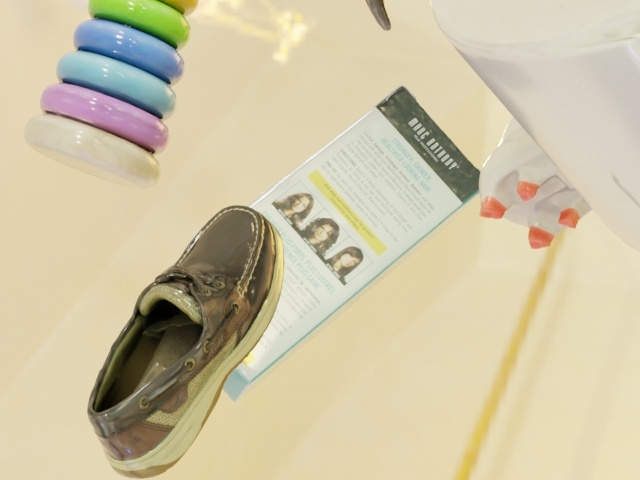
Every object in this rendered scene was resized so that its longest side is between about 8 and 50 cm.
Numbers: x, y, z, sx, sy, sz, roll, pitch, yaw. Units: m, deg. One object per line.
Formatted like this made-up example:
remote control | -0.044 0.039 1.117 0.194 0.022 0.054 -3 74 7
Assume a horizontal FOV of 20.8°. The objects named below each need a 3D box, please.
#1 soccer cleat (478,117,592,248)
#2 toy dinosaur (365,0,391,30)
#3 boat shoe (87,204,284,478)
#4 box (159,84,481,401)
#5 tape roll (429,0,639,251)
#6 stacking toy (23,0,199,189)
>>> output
soccer cleat | 0.136 -0.057 0.723 0.196 0.068 0.076 -24 39 52
toy dinosaur | 0.169 -0.104 0.768 0.200 0.296 0.127 -48 -24 2
boat shoe | -0.061 0.038 0.814 0.152 0.056 0.049 -67 -32 -34
box | 0.000 0.000 1.260 0.244 0.100 0.060 -39 -6 -23
tape roll | 0.172 -0.122 0.539 0.100 0.286 0.286 47 -139 -22
stacking toy | -0.171 -0.223 1.715 0.141 0.141 0.330 37 -108 -73
